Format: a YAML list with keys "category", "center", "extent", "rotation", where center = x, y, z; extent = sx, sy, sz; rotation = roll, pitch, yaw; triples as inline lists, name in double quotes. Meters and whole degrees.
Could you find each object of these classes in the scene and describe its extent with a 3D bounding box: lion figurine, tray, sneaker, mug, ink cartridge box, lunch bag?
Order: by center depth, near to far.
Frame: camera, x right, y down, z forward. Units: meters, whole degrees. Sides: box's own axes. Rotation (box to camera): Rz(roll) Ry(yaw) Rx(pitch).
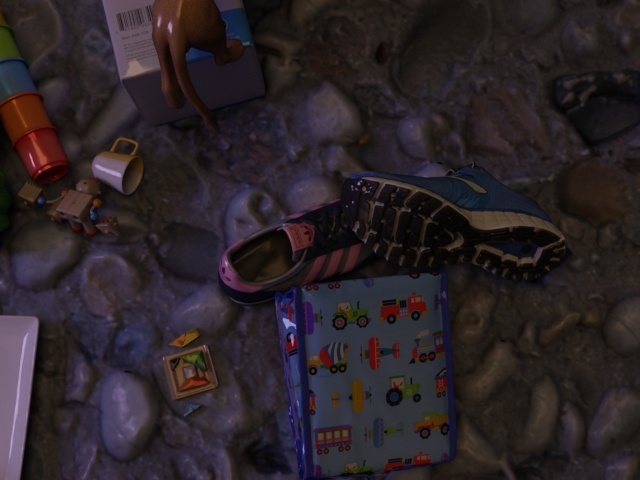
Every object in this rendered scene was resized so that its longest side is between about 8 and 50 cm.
- category: "lion figurine"
  center: [-0.168, -0.353, 1.231]
  extent: [0.142, 0.240, 0.392]
  rotation: [-9, 77, 0]
- category: "lunch bag"
  center: [0.070, 0.201, 1.334]
  extent: [0.221, 0.138, 0.293]
  rotation: [-5, 84, -14]
- category: "sneaker"
  center: [0.183, -0.039, 1.385]
  extent: [0.330, 0.129, 0.147]
  rotation: [14, 34, -15]
- category: "sneaker"
  center: [0.000, 0.000, 1.393]
  extent: [0.319, 0.131, 0.112]
  rotation: [-28, 76, -5]
- category: "tray"
  center: [-0.493, 0.244, 1.405]
  extent: [0.145, 0.030, 0.270]
  rotation: [2, 76, 2]
- category: "ink cartridge box"
  center: [-0.217, -0.351, 1.459]
  extent: [0.198, 0.197, 0.270]
  rotation: [-15, 76, -1]
- category: "mug"
  center: [-0.313, -0.113, 1.480]
  extent: [0.064, 0.062, 0.078]
  rotation: [18, 47, 16]

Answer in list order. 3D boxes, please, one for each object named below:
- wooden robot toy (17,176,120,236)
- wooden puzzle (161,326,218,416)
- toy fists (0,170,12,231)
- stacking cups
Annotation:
- category: "wooden robot toy"
  center: [-0.366, -0.061, 1.459]
  extent: [0.173, 0.076, 0.079]
  rotation: [16, 63, 17]
- category: "wooden puzzle"
  center: [-0.193, 0.193, 1.413]
  extent: [0.078, 0.014, 0.116]
  rotation: [-24, 76, -3]
- category: "toy fists"
  center: [-0.549, -0.116, 1.436]
  extent: [0.142, 0.096, 0.279]
  rotation: [-8, 93, 2]
- category: "stacking cups"
  center: [-0.491, -0.233, 1.500]
  extent: [0.096, 0.096, 0.316]
  rotation: [-25, 78, -4]
